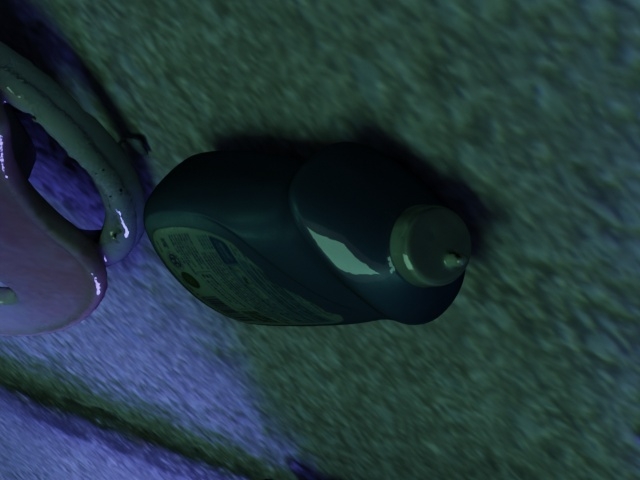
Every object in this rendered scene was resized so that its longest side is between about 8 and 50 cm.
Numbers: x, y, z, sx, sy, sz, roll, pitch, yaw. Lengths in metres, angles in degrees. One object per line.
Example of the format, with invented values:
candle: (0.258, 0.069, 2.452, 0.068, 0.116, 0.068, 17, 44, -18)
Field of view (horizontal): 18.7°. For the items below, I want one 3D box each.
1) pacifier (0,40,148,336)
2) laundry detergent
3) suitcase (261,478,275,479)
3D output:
pacifier: (-0.256, -0.019, 1.074, 0.220, 0.273, 0.332, 44, 167, 36)
laundry detergent: (-0.001, 0.001, 0.885, 0.096, 0.061, 0.206, 55, 155, -20)
suitcase: (-0.011, 0.307, 1.073, 0.188, 0.345, 0.339, 57, 155, -18)
